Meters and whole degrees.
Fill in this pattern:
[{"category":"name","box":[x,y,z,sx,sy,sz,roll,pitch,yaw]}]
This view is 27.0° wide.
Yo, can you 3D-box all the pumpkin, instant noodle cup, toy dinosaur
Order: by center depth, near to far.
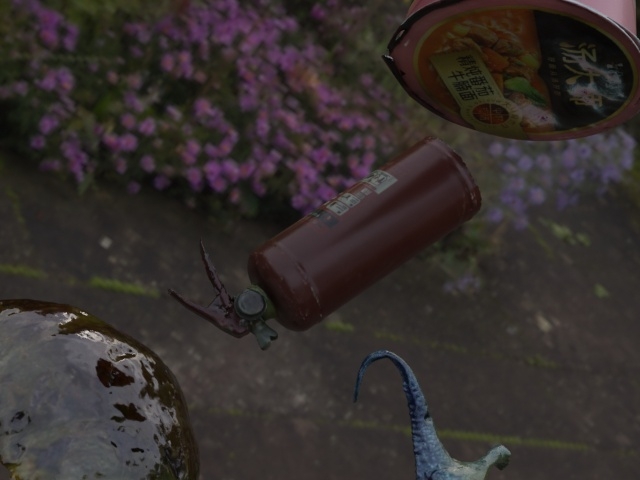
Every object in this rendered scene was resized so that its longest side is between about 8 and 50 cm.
[{"category":"pumpkin","box":[-0.182,0.158,1.121,0.312,0.148,0.169,39,-7,-24]},{"category":"instant noodle cup","box":[0.197,-0.255,1.238,0.244,0.244,0.255,25,60,-26]},{"category":"toy dinosaur","box":[0.145,0.282,1.384,0.147,0.076,0.363,-6,78,-42]}]

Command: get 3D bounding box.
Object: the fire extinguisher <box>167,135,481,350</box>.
[{"category":"fire extinguisher","box":[0.000,0.000,1.428,0.337,0.106,0.147,-33,72,-17]}]
